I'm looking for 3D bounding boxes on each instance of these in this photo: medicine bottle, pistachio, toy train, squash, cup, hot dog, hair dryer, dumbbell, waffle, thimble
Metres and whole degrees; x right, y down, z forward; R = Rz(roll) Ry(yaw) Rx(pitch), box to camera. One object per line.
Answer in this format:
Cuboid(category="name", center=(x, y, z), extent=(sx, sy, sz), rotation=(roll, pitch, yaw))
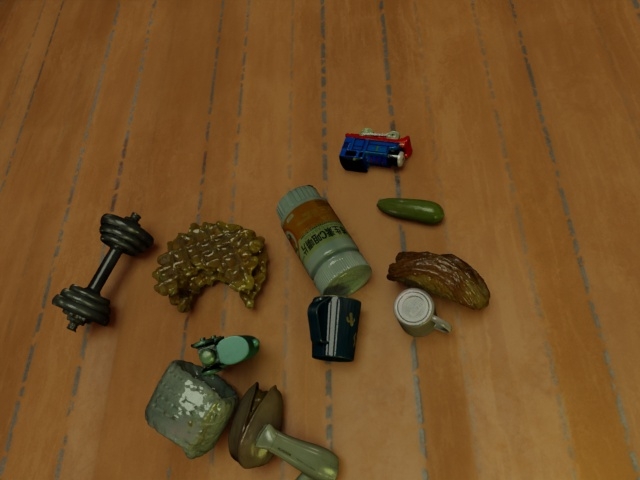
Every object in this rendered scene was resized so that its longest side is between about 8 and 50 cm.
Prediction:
Cuboid(category="medicine bottle", center=(0.000, 0.000, 1.400), extent=(0.158, 0.158, 0.318), rotation=(-32, 59, 0))
Cuboid(category="pistachio", center=(-0.161, 0.459, 1.239), extent=(0.129, 0.131, 0.206), rotation=(6, 64, 10))
Cuboid(category="toy train", center=(-0.236, 0.286, 1.292), extent=(0.159, 0.248, 0.101), rotation=(-15, 81, -4))
Cuboid(category="squash", center=(0.256, -0.090, 1.422), extent=(0.201, 0.066, 0.066), rotation=(13, 69, 26))
Cuboid(category="cup", center=(0.026, 0.226, 1.278), extent=(0.131, 0.176, 0.155), rotation=(-10, 67, 35))
Cuboid(category="hot dog", center=(0.308, 0.087, 1.265), extent=(0.259, 0.175, 0.114), rotation=(17, 94, 21))
Cuboid(category="hair dryer", center=(-0.093, 0.570, 1.171), extent=(0.206, 0.075, 0.237), rotation=(28, 95, -9))
Cuboid(category="dumbbell", center=(-0.672, 0.092, 1.549), extent=(0.179, 0.179, 0.406), rotation=(15, 70, 23))
Cuboid(category="cup", center=(0.258, 0.182, 1.245), extent=(0.136, 0.133, 0.099), rotation=(-4, 67, 15))
Cuboid(category="toy train", center=(0.169, -0.273, 1.528), extent=(0.204, 0.083, 0.131), rotation=(11, 68, 23))
Cuboid(category="waffle", center=(-0.317, 0.076, 1.465), extent=(0.324, 0.151, 0.261), rotation=(-5, 58, 11))
Cuboid(category="thimble", center=(-0.326, 0.420, 1.248), extent=(0.172, 0.205, 0.250), rotation=(-60, 25, -9))
